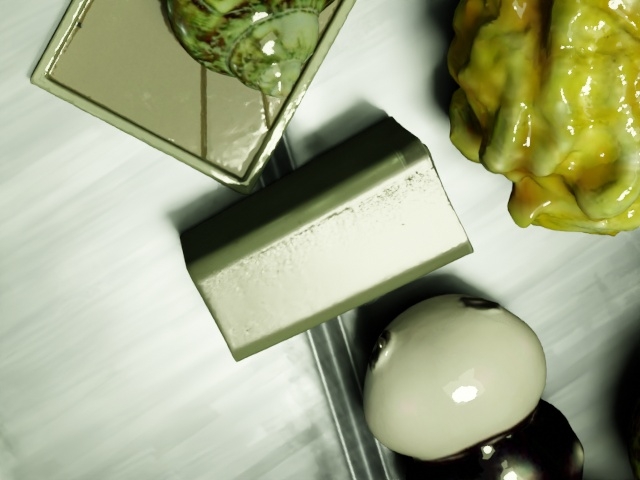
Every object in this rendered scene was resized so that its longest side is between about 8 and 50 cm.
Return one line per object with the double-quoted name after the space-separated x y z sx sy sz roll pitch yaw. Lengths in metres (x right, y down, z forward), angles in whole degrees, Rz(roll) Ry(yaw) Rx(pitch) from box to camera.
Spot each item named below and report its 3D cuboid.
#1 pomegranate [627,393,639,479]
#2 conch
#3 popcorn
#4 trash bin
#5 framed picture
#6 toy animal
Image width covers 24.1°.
0.450 0.226 1.468 0.306 0.242 0.242 41 93 15 "pomegranate"
-0.045 -0.225 1.341 0.187 0.124 0.181 -13 107 -15 "conch"
0.276 -0.154 1.334 0.325 0.290 0.321 19 125 18 "popcorn"
0.000 0.000 1.396 0.240 0.164 0.122 -27 105 -3 "trash bin"
-0.093 -0.233 1.405 0.240 0.020 0.324 27 96 -14 "framed picture"
0.143 0.165 1.455 0.187 0.165 0.235 -28 103 -5 "toy animal"
